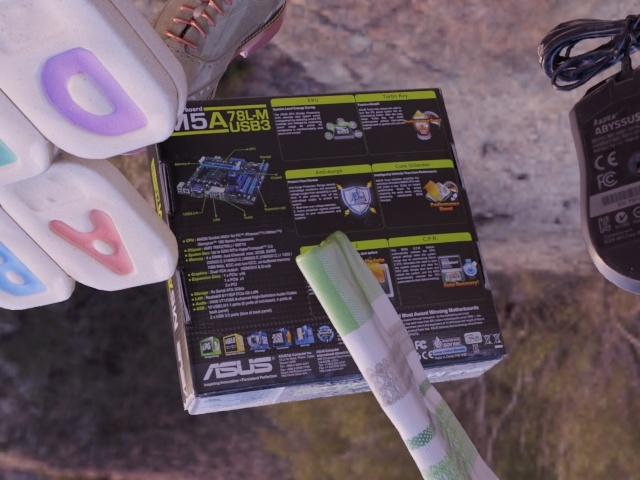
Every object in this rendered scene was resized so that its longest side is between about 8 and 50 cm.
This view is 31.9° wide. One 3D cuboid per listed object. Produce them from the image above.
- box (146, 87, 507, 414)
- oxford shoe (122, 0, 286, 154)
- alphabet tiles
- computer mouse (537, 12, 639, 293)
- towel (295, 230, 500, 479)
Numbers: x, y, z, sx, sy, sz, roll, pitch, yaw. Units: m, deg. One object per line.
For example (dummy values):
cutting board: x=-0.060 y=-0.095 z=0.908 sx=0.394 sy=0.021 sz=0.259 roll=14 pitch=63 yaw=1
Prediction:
box: x=0.000 y=0.000 z=0.675 sx=0.190 sy=0.184 sz=0.045 roll=-6 pitch=158 yaw=-17
oxford shoe: x=-0.144 y=-0.231 z=1.224 sx=0.123 sy=0.348 sz=0.130 roll=30 pitch=142 yaw=5
alphabet tiles: x=-0.191 y=-0.061 z=0.404 sx=0.284 sy=0.021 sz=0.278 roll=-12 pitch=133 yaw=32
computer mouse: x=0.283 y=-0.076 z=0.933 sx=0.188 sy=0.272 sz=0.072 roll=-13 pitch=152 yaw=31
towel: x=0.041 y=0.064 z=0.414 sx=0.023 sy=0.152 sz=0.113 roll=-31 pitch=-179 yaw=3
